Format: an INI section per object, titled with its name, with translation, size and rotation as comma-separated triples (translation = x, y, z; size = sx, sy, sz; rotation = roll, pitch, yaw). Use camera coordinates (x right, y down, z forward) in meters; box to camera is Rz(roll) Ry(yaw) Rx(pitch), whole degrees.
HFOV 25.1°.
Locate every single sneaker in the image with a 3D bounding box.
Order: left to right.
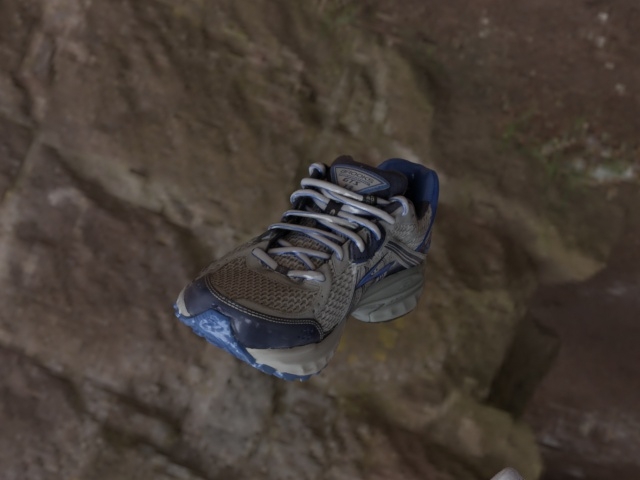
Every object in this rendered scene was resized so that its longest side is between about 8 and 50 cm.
[sneaker]
translation = 0.000, 0.000, 0.464
size = 0.052, 0.058, 0.135
rotation = 28, -157, 17

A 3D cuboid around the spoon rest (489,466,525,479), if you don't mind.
[spoon rest]
translation = 0.095, 0.191, 0.593
size = 0.084, 0.137, 0.276
rotation = 40, -164, -8
